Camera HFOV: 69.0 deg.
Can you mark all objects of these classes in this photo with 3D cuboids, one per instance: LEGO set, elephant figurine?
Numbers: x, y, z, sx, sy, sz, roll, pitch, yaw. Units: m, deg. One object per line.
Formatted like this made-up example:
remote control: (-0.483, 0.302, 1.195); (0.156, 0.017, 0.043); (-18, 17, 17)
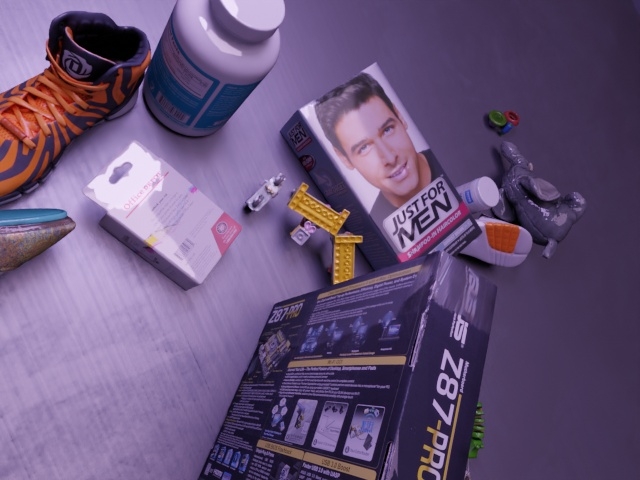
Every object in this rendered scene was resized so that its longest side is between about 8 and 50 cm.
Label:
LEGO set: (0.000, 0.000, 0.817); (0.132, 0.107, 0.286); (-35, 104, 0)
elephant figurine: (0.503, -0.108, 1.142); (0.239, 0.186, 0.169); (42, 101, -5)

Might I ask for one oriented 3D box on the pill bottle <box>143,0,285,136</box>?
pill bottle: (-0.152, -0.265, 0.666); (0.146, 0.264, 0.146); (10, 72, -32)

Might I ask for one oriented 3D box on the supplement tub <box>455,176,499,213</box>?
supplement tub: (0.328, -0.093, 1.029); (0.071, 0.107, 0.070); (10, 72, -31)

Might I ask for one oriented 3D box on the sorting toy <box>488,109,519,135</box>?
sorting toy: (0.483, -0.311, 1.238); (0.102, 0.042, 0.061); (-8, 66, -23)

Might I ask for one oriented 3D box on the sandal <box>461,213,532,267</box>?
sandal: (0.343, -0.017, 1.031); (0.266, 0.101, 0.076); (13, 25, -14)

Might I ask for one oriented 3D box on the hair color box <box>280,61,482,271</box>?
hair color box: (0.115, -0.110, 0.867); (0.185, 0.114, 0.374); (-38, 98, -20)

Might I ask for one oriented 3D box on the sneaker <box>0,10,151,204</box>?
sneaker: (-0.339, -0.179, 0.572); (0.125, 0.180, 0.321); (43, 58, -16)

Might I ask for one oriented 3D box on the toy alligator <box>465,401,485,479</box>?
toy alligator: (0.298, 0.382, 0.911); (0.056, 0.051, 0.189); (13, 70, -29)

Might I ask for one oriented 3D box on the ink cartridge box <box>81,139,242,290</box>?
ink cartridge box: (-0.229, -0.034, 0.673); (0.198, 0.067, 0.115); (43, 58, -18)

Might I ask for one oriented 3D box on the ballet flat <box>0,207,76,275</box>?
ballet flat: (-0.455, 0.023, 0.493); (0.349, 0.123, 0.123); (-3, 79, -34)

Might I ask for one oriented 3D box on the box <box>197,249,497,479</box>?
box: (0.001, 0.203, 0.558); (0.097, 0.395, 0.318); (31, 61, -21)
